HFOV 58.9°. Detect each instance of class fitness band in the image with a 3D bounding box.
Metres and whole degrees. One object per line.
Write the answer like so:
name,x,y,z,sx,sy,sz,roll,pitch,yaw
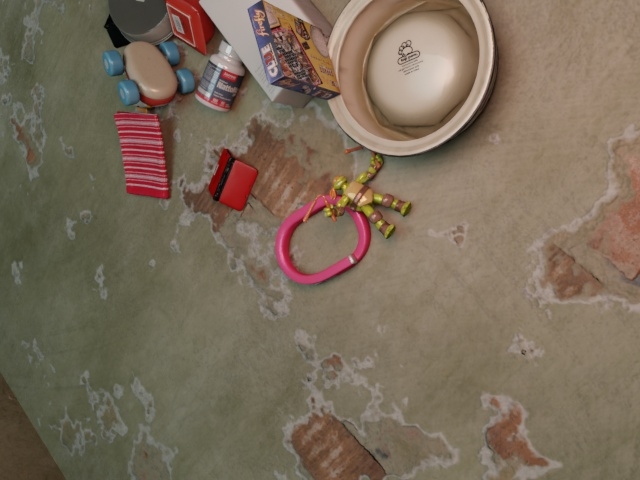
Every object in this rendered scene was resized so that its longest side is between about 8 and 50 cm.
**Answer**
fitness band,0.000,0.000,1.527,0.290,0.054,0.209,-30,79,29

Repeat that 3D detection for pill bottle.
pill bottle,-0.278,-0.471,1.620,0.108,0.108,0.180,37,113,23

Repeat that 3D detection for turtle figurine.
turtle figurine,0.099,-0.095,1.407,0.217,0.087,0.269,36,69,14

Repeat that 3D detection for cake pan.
cake pan,-0.542,-0.756,1.758,0.293,0.054,0.294,0,91,22

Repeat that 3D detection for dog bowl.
dog bowl,0.216,-0.393,1.298,0.407,0.150,0.409,4,97,32

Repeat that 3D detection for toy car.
toy car,-0.540,-0.469,1.763,0.210,0.219,0.238,60,149,12

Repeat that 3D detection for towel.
towel,-0.578,-0.274,1.835,0.198,0.031,0.275,11,115,30

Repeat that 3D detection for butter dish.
butter dish,-0.364,-0.654,1.658,0.159,0.118,0.160,35,153,22

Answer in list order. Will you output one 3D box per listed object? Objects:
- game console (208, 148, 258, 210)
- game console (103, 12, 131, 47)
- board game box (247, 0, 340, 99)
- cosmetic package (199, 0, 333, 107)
game console,-0.264,-0.182,1.696,0.144,0.085,0.124,-63,33,20
game console,-0.651,-0.715,1.884,0.122,0.071,0.107,-2,64,31
board game box,-0.050,-0.404,1.231,0.042,0.243,0.165,-19,85,30
cosmetic package,-0.124,-0.565,1.491,0.217,0.156,0.385,-41,73,28
